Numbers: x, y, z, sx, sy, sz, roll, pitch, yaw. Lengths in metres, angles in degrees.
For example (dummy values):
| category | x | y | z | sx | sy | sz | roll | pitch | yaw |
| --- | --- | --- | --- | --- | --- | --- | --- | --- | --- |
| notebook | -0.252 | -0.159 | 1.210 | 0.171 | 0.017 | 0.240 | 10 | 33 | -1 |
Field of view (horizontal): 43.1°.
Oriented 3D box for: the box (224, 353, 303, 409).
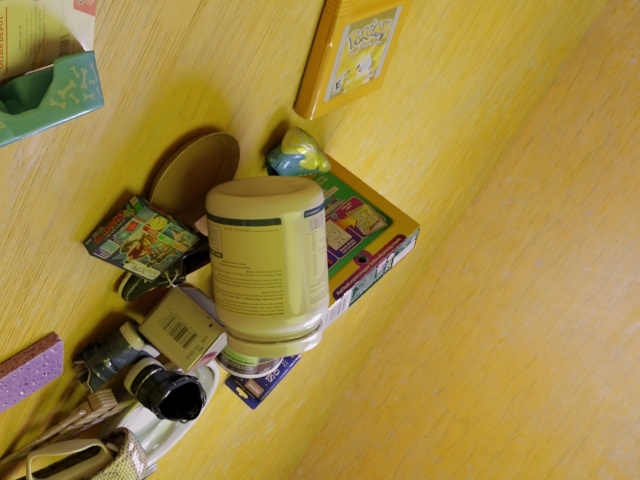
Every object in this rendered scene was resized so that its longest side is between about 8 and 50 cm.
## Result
| category | x | y | z | sx | sy | sz | roll | pitch | yaw |
| --- | --- | --- | --- | --- | --- | --- | --- | --- | --- |
| box | -0.177 | 0.388 | 2.460 | 0.225 | 0.136 | 0.036 | -49 | 161 | -8 |

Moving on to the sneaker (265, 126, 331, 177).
| category | x | y | z | sx | sy | sz | roll | pitch | yaw |
| --- | --- | --- | --- | --- | --- | --- | --- | --- | --- |
| sneaker | -0.060 | -0.182 | 1.840 | 0.126 | 0.091 | 0.240 | -34 | 162 | 7 |

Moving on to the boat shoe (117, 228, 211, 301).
| category | x | y | z | sx | sy | sz | roll | pitch | yaw |
| --- | --- | --- | --- | --- | --- | --- | --- | --- | --- |
| boat shoe | -0.315 | 0.059 | 1.686 | 0.233 | 0.079 | 0.084 | -35 | 154 | -33 |

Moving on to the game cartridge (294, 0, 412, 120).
| category | x | y | z | sx | sy | sz | roll | pitch | yaw |
| --- | --- | --- | --- | --- | --- | --- | --- | --- | --- |
| game cartridge | 0.085 | -0.433 | 1.736 | 0.285 | 0.053 | 0.323 | -32 | 154 | -42 |

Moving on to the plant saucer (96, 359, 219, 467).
| category | x | y | z | sx | sy | sz | roll | pitch | yaw |
| --- | --- | --- | --- | --- | --- | --- | --- | --- | --- |
| plant saucer | -0.430 | 0.428 | 2.037 | 0.400 | 0.100 | 0.400 | -42 | 157 | -22 |

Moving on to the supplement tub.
| category | x | y | z | sx | sy | sz | roll | pitch | yaw |
| --- | --- | --- | --- | --- | --- | --- | --- | --- | --- |
| supplement tub | -0.103 | 0.048 | 1.631 | 0.235 | 0.235 | 0.324 | -24 | 117 | -52 |

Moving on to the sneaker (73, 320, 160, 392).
| category | x | y | z | sx | sy | sz | roll | pitch | yaw |
| --- | --- | --- | --- | --- | --- | --- | --- | --- | --- |
| sneaker | -0.441 | 0.254 | 1.750 | 0.163 | 0.086 | 0.226 | -40 | 167 | -6 |

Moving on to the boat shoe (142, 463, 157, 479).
| category | x | y | z | sx | sy | sz | roll | pitch | yaw |
| --- | --- | --- | --- | --- | --- | --- | --- | --- | --- |
| boat shoe | -0.554 | 0.696 | 2.226 | 0.320 | 0.103 | 0.118 | -55 | 159 | 18 |

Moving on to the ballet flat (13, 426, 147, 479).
| category | x | y | z | sx | sy | sz | roll | pitch | yaw |
| --- | --- | --- | --- | --- | --- | --- | --- | --- | --- |
| ballet flat | -0.610 | 0.532 | 1.728 | 0.483 | 0.164 | 0.182 | -24 | 124 | -22 |

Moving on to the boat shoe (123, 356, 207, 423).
| category | x | y | z | sx | sy | sz | roll | pitch | yaw |
| --- | --- | --- | --- | --- | --- | --- | --- | --- | --- |
| boat shoe | -0.323 | 0.362 | 1.851 | 0.127 | 0.113 | 0.340 | -49 | 155 | -14 |

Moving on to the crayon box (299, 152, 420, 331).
| category | x | y | z | sx | sy | sz | roll | pitch | yaw |
| --- | --- | --- | --- | --- | --- | --- | --- | --- | --- |
| crayon box | 0.000 | 0.000 | 1.913 | 0.363 | 0.313 | 0.106 | -39 | 157 | -29 |

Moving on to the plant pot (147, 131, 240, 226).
| category | x | y | z | sx | sy | sz | roll | pitch | yaw |
| --- | --- | --- | --- | --- | --- | --- | --- | --- | --- |
| plant pot | -0.252 | -0.119 | 1.581 | 0.236 | 0.032 | 0.236 | -43 | 159 | -21 |

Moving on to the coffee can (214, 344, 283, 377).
| category | x | y | z | sx | sy | sz | roll | pitch | yaw |
| --- | --- | --- | --- | --- | --- | --- | --- | --- | --- |
| coffee can | -0.164 | 0.190 | 2.052 | 0.201 | 0.201 | 0.275 | -35 | 154 | -38 |

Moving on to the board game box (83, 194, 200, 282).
| category | x | y | z | sx | sy | sz | roll | pitch | yaw |
| --- | --- | --- | --- | --- | --- | --- | --- | --- | --- |
| board game box | -0.333 | 0.001 | 1.532 | 0.136 | 0.035 | 0.201 | -41 | 153 | 5 |

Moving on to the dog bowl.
| category | x | y | z | sx | sy | sz | roll | pitch | yaw |
| --- | --- | --- | --- | --- | --- | --- | --- | --- | --- |
| dog bowl | -0.398 | -0.155 | 1.005 | 0.166 | 0.074 | 0.297 | -8 | -160 | 46 |

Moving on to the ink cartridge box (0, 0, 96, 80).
| category | x | y | z | sx | sy | sz | roll | pitch | yaw |
| --- | --- | --- | --- | --- | --- | --- | --- | --- | --- |
| ink cartridge box | -0.376 | -0.271 | 0.999 | 0.198 | 0.067 | 0.115 | -34 | 154 | -42 |

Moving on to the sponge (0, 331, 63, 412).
| category | x | y | z | sx | sy | sz | roll | pitch | yaw |
| --- | --- | --- | --- | --- | --- | --- | --- | --- | --- |
| sponge | -0.583 | 0.268 | 1.536 | 0.210 | 0.031 | 0.117 | -35 | 155 | -39 |

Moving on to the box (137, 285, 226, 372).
| category | x | y | z | sx | sy | sz | roll | pitch | yaw |
| --- | --- | --- | --- | --- | --- | --- | --- | --- | --- |
| box | -0.285 | 0.194 | 1.801 | 0.127 | 0.149 | 0.232 | -49 | 174 | -1 |

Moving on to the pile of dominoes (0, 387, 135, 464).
| category | x | y | z | sx | sy | sz | roll | pitch | yaw |
| --- | --- | --- | --- | --- | --- | --- | --- | --- | --- |
| pile of dominoes | -0.551 | 0.400 | 1.769 | 0.251 | 0.040 | 0.196 | -33 | 166 | 16 |
